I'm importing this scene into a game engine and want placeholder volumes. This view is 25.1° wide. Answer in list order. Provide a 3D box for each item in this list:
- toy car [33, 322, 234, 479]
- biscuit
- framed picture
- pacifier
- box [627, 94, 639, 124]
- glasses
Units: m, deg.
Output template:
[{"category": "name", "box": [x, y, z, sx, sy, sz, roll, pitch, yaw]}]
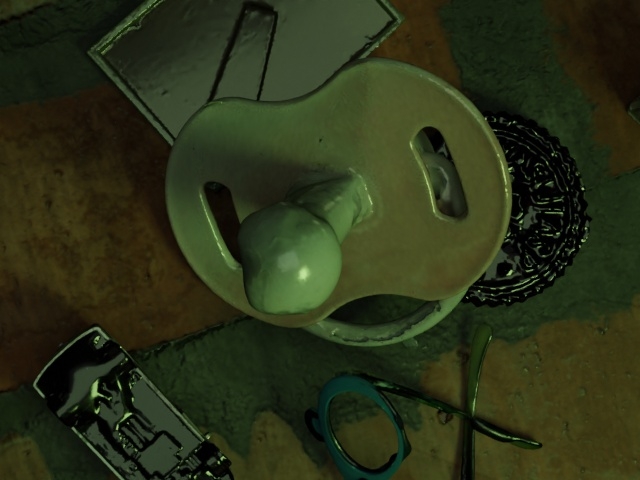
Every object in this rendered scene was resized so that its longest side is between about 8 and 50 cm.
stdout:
[{"category": "toy car", "box": [-0.169, 0.172, 1.330, 0.089, 0.108, 0.209, -44, 95, -6]}, {"category": "biscuit", "box": [0.165, -0.031, 1.382, 0.195, 0.053, 0.194, 0, 89, -4]}, {"category": "framed picture", "box": [-0.070, -0.197, 1.390, 0.260, 0.023, 0.189, -43, 90, -4]}, {"category": "pacifier", "box": [0.003, -0.027, 1.275, 0.332, 0.273, 0.220, -12, 73, 24]}, {"category": "box", "box": [0.478, -0.178, 1.363, 0.333, 0.145, 0.173, -43, 93, -5]}, {"category": "glasses", "box": [0.118, 0.183, 1.337, 0.207, 0.102, 0.239, -37, 108, -11]}]
